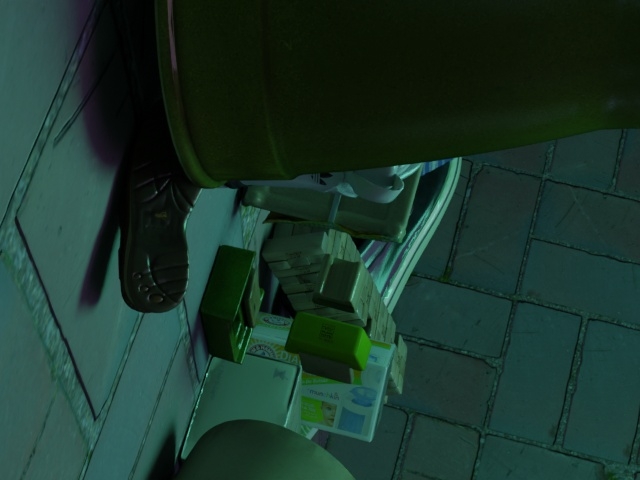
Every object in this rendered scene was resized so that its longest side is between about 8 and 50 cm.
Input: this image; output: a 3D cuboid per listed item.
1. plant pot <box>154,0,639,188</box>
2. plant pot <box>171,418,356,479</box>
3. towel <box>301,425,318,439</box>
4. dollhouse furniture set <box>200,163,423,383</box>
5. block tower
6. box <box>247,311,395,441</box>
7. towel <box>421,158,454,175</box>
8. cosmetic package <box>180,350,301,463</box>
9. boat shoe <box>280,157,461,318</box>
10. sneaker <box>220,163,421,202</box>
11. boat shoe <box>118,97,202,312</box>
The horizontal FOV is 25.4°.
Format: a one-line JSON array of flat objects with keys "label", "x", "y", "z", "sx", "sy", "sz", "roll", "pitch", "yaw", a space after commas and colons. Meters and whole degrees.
[{"label": "plant pot", "x": 0.092, "y": -0.210, "z": 1.076, "sx": 0.366, "sy": 0.353, "sz": 0.367, "roll": 4, "pitch": 90, "yaw": -81}, {"label": "plant pot", "x": -0.106, "y": 0.371, "z": 1.508, "sx": 0.274, "sy": 0.256, "sz": 0.256, "roll": -44, "pitch": 150, "yaw": -49}, {"label": "towel", "x": -0.032, "y": 0.311, "z": 2.368, "sx": 0.248, "sy": 0.038, "sz": 0.325, "roll": -51, "pitch": 171, "yaw": -6}, {"label": "dollhouse furniture set", "x": 0.000, "y": 0.000, "z": 1.667, "sx": 0.151, "sy": 0.197, "sz": 0.302, "roll": 84, "pitch": 22, "yaw": -68}, {"label": "block tower", "x": 0.029, "y": 0.095, "z": 2.005, "sx": 0.097, "sy": 0.091, "sz": 0.335, "roll": -80, "pitch": 152, "yaw": -42}, {"label": "box", "x": -0.011, "y": 0.182, "z": 1.927, "sx": 0.103, "sy": 0.203, "sz": 0.114, "roll": -54, "pitch": 156, "yaw": -74}, {"label": "towel", "x": 0.100, "y": -0.129, "z": 1.999, "sx": 0.040, "sy": 0.336, "sz": 0.243, "roll": 60, "pitch": -6, "yaw": 18}, {"label": "cosmetic package", "x": -0.096, "y": 0.276, "z": 1.816, "sx": 0.309, "sy": 0.113, "sz": 0.160, "roll": 91, "pitch": 14, "yaw": -60}, {"label": "boat shoe", "x": 0.082, "y": -0.054, "z": 2.238, "sx": 0.186, "sy": 0.156, "sz": 0.500, "roll": -4, "pitch": -128, "yaw": 50}, {"label": "sneaker", "x": 0.016, "y": -0.170, "z": 1.395, "sx": 0.137, "sy": 0.210, "sz": 0.366, "roll": 97, "pitch": 9, "yaw": -47}, {"label": "boat shoe", "x": -0.133, "y": -0.029, "z": 1.136, "sx": 0.060, "sy": 0.064, "sz": 0.178, "roll": -10, "pitch": -110, "yaw": 61}]
